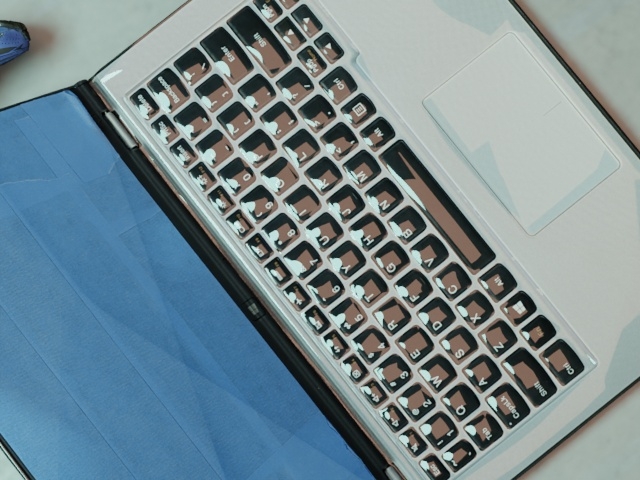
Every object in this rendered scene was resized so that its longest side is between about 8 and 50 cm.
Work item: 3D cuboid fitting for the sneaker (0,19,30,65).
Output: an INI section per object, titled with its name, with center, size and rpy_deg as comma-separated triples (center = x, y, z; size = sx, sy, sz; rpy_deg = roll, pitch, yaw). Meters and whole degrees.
[sneaker]
center = -0.275, -0.067, 1.140
size = 0.221, 0.083, 0.087
rpy_deg = -37, 98, 4

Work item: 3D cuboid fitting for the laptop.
[laptop]
center = 0.000, 0.000, 1.036
size = 0.408, 0.236, 0.382
rpy_deg = -38, 85, -2
